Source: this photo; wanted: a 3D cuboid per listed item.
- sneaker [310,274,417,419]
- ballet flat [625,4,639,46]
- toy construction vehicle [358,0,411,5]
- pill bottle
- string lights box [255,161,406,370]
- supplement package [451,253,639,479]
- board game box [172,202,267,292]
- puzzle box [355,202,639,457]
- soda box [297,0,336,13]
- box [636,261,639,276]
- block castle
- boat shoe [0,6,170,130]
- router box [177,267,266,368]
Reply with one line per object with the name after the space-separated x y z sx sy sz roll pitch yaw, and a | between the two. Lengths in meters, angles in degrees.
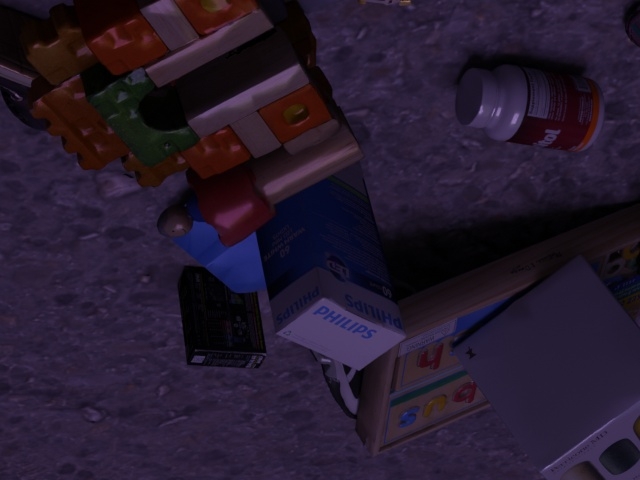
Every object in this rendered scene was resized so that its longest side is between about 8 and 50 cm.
0.065 0.121 2.011 0.146 0.122 0.330 -17 143 8 | sneaker
0.437 -0.208 1.740 0.221 0.079 0.077 8 137 -25 | ballet flat
0.087 -0.275 1.588 0.098 0.035 0.086 -6 142 -9 | toy construction vehicle
0.230 -0.148 1.750 0.152 0.086 0.086 7 138 -23 | pill bottle
0.000 0.000 1.727 0.077 0.259 0.133 -37 136 28 | string lights box
0.328 0.190 1.956 0.199 0.198 0.262 -37 148 5 | supplement package
-0.088 -0.016 1.855 0.133 0.033 0.169 -37 124 17 | board game box
0.239 0.116 2.017 0.409 0.052 0.272 -21 146 -19 | puzzle box
0.088 -0.324 1.480 0.286 0.091 0.098 -22 141 11 | soda box
0.499 -0.044 1.939 0.183 0.056 0.231 -21 146 -23 | box
-0.160 -0.217 1.378 0.213 0.303 0.453 -27 141 8 | block castle
-0.274 -0.156 1.582 0.285 0.103 0.092 14 131 -38 | boat shoe
-0.120 0.094 1.924 0.092 0.122 0.038 5 143 -21 | router box
